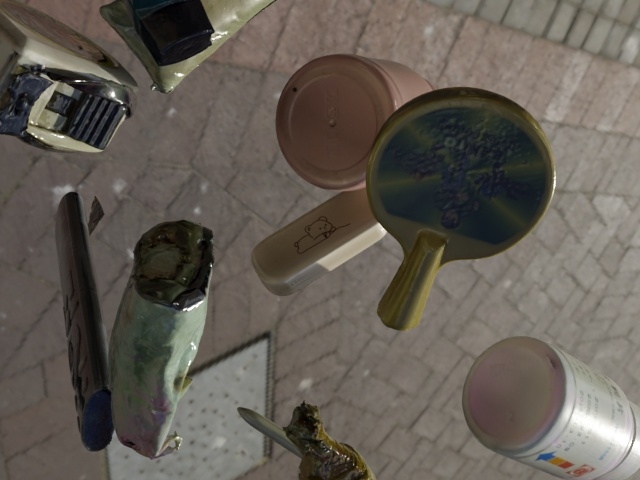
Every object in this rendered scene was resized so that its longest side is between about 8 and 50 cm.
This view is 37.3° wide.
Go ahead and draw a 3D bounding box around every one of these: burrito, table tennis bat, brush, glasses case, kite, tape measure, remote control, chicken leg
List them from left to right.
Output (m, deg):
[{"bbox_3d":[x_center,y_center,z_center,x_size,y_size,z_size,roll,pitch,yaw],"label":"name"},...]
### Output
[{"bbox_3d":[-0.317,-0.174,1.094,0.231,0.271,0.133,20,104,-48],"label":"tape measure"},{"bbox_3d":[-0.300,0.087,1.192,0.044,0.377,0.107,-3,129,-18],"label":"remote control"},{"bbox_3d":[-0.346,-0.025,1.425,0.004,0.122,0.090,32,137,-29],"label":"kite"},{"bbox_3d":[-0.153,0.097,0.879,0.089,0.144,0.229,14,123,-5],"label":"burrito"},{"bbox_3d":[-0.004,0.325,1.413,0.299,0.042,0.039,39,67,-19],"label":"brush"},{"bbox_3d":[0.000,0.000,1.289,0.196,0.083,0.050,-33,147,-9],"label":"glasses case"},{"bbox_3d":[0.005,0.300,1.231,0.227,0.103,0.088,56,30,-31],"label":"chicken leg"},{"bbox_3d":[0.133,-0.024,1.049,0.050,0.198,0.321,-73,-178,-55],"label":"table tennis bat"}]

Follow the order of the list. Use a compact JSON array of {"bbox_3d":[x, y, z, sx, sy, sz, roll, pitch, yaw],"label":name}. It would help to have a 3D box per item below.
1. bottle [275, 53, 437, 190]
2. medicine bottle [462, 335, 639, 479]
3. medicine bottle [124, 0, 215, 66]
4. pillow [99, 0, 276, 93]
[{"bbox_3d":[0.061,-0.156,1.304,0.206,0.173,0.297,-36,174,25],"label":"bottle"},{"bbox_3d":[0.350,0.256,1.371,0.293,0.170,0.170,29,96,-39],"label":"medicine bottle"},{"bbox_3d":[-0.177,-0.318,1.037,0.079,0.124,0.258,-24,152,-19],"label":"medicine bottle"},{"bbox_3d":[-0.199,-0.392,1.543,0.302,0.075,0.185,-42,128,-7],"label":"pillow"}]
